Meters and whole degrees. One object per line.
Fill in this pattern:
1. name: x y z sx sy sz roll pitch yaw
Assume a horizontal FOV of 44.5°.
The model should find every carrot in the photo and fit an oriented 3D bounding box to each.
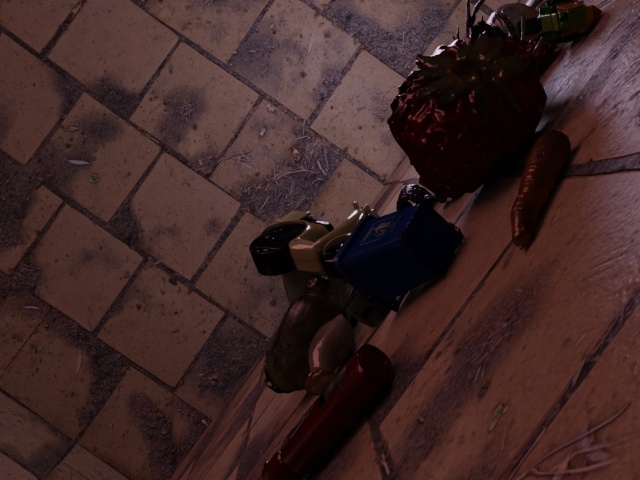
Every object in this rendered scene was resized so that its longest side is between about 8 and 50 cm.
1. carrot: 0.327 -0.080 1.185 0.247 0.059 0.059 -59 5 -34

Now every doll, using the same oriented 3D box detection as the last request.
1. doll: 0.561 -0.513 1.819 0.135 0.106 0.186 -14 14 -12
2. doll: 0.312 -0.132 1.898 0.096 0.070 0.195 -22 -12 -19

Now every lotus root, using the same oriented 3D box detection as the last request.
1. lotus root: -0.037 0.236 1.928 0.173 0.173 0.309 -69 0 -78

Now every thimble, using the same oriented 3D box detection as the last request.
1. thimble: 0.253 -0.101 2.146 0.104 0.095 0.066 -34 20 53

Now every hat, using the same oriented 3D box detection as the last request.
1. hat: 0.495 -0.438 2.029 0.237 0.107 0.286 -32 -7 -39

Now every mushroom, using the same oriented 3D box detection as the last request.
1. mushroom: 0.022 0.258 1.789 0.097 0.088 0.212 -20 28 34

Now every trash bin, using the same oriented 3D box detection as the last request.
1. trash bin: 0.164 0.031 1.567 0.234 0.184 0.162 -28 24 57

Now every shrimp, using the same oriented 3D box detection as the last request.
1. shrimp: 0.400 -0.409 1.769 0.222 0.410 0.165 -18 56 20

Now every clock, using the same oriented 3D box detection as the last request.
1. clock: 0.000 0.000 1.989 0.379 0.120 0.276 3 31 40

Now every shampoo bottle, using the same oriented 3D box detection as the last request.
1. shampoo bottle: 0.008 0.319 1.370 0.314 0.076 0.118 -53 6 21

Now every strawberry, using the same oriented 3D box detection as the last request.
1. strawberry: 0.302 -0.222 1.599 0.345 0.296 0.317 75 -146 -47

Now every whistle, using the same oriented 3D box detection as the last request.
1. whistle: 0.493 -0.533 2.178 0.348 0.189 0.189 -38 14 47

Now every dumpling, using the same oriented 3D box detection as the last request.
1. dumpling: 0.021 0.144 2.120 0.212 0.270 0.320 -33 -7 0

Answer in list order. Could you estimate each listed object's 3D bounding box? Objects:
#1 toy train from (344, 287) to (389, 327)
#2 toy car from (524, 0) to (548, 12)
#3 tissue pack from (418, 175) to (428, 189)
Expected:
1. toy train: 0.154 0.063 1.909 0.089 0.086 0.409 -55 2 32
2. toy car: 0.587 -0.587 2.314 0.301 0.118 0.193 -51 9 23
3. tissue pack: 0.337 -0.208 2.179 0.120 0.082 0.169 -51 4 23
